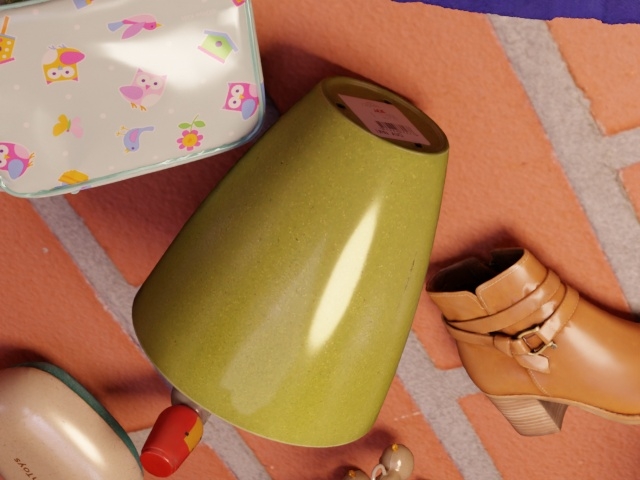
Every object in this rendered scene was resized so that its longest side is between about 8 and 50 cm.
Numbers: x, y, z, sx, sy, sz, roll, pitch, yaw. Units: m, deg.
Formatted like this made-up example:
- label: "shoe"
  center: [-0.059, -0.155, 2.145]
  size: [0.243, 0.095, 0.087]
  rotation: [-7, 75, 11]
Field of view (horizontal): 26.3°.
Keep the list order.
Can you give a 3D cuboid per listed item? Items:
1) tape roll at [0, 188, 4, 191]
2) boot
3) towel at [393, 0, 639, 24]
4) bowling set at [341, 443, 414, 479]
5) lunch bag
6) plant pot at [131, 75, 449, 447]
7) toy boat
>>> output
- label: "tape roll"
  center: [-0.340, -0.156, 1.386]
  size: [0.219, 0.072, 0.219]
  rotation: [8, 131, 9]
- label: "boot"
  center: [0.267, 0.083, 1.417]
  size: [0.283, 0.109, 0.220]
  rotation: [-17, 119, 35]
- label: "towel"
  center: [0.200, -0.265, 1.113]
  size: [0.308, 0.076, 0.227]
  rotation: [6, 155, 7]
- label: "bowling set"
  center: [0.055, 0.353, 1.684]
  size: [0.200, 0.154, 0.287]
  rotation: [7, 134, 34]
- label: "lunch bag"
  center: [-0.197, -0.159, 1.264]
  size: [0.279, 0.108, 0.224]
  rotation: [-13, 129, -6]
- label: "plant pot"
  center: [0.000, 0.000, 1.328]
  size: [0.275, 0.275, 0.293]
  rotation: [26, 115, -7]
- label: "toy boat"
  center: [-0.259, 0.238, 1.664]
  size: [0.318, 0.148, 0.267]
  rotation: [-14, 119, 34]
